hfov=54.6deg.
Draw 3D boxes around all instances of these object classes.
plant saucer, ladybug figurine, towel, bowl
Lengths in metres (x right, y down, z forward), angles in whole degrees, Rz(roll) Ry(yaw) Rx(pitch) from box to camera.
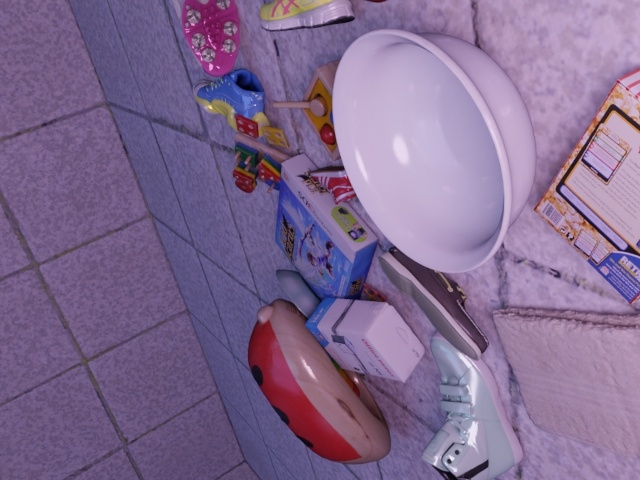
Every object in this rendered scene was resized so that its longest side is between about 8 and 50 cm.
[{"bbox_3d":[-0.020,0.125,1.380,0.195,0.037,0.195,45,-173,-7],"label":"plant saucer"},{"bbox_3d":[-0.014,0.320,1.347,0.449,0.162,0.305,54,-177,-18],"label":"ladybug figurine"},{"bbox_3d":[0.341,0.173,0.773,0.282,0.049,0.187,-4,110,65],"label":"towel"},{"bbox_3d":[0.152,-0.121,0.741,0.298,0.134,0.298,46,151,34],"label":"bowl"}]

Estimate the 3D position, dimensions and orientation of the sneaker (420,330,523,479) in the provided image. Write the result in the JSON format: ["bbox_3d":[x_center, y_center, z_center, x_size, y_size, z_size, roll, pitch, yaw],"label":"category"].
[{"bbox_3d":[0.215,0.283,1.008,0.256,0.151,0.094,63,158,2],"label":"sneaker"}]

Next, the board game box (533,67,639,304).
[{"bbox_3d":[0.311,-0.047,0.608,0.147,0.045,0.193,52,154,24],"label":"board game box"}]

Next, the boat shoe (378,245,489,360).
[{"bbox_3d":[0.185,0.084,0.963,0.228,0.068,0.081,48,164,29],"label":"boat shoe"}]

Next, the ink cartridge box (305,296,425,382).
[{"bbox_3d":[0.082,0.185,1.184,0.140,0.082,0.190,52,153,-22],"label":"ink cartridge box"}]

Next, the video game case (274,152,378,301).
[{"bbox_3d":[0.000,0.000,1.257,0.244,0.061,0.270,52,154,25],"label":"video game case"}]

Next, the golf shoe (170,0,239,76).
[{"bbox_3d":[-0.241,-0.470,1.221,0.140,0.115,0.306,-174,67,-72],"label":"golf shoe"}]

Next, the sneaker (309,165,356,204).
[{"bbox_3d":[0.023,-0.100,1.130,0.118,0.042,0.067,11,121,58],"label":"sneaker"}]

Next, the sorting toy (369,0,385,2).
[{"bbox_3d":[0.003,-0.449,0.715,0.127,0.126,0.366,35,145,46],"label":"sorting toy"}]

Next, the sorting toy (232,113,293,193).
[{"bbox_3d":[-0.123,-0.149,1.275,0.132,0.046,0.274,26,155,7],"label":"sorting toy"}]

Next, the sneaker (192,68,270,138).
[{"bbox_3d":[-0.182,-0.314,1.290,0.240,0.091,0.126,37,134,31],"label":"sneaker"}]

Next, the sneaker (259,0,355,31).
[{"bbox_3d":[-0.025,-0.366,0.927,0.208,0.081,0.094,16,122,50],"label":"sneaker"}]

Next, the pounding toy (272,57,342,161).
[{"bbox_3d":[0.013,-0.207,0.968,0.141,0.100,0.130,58,155,10],"label":"pounding toy"}]

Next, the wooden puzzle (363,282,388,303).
[{"bbox_3d":[0.112,0.116,1.206,0.083,0.006,0.049,30,146,41],"label":"wooden puzzle"}]
